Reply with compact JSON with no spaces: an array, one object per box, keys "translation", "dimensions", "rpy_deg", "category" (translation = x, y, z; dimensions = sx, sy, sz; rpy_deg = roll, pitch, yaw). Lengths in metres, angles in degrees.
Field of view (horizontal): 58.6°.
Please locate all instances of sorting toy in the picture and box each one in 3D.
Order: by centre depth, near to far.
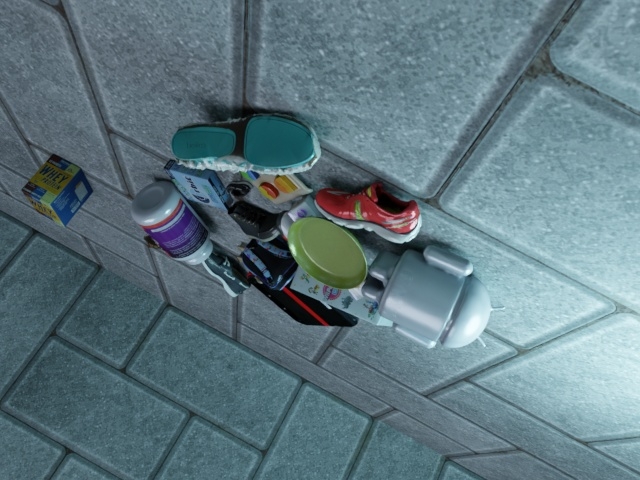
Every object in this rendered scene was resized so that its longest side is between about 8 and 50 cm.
[{"translation":[-0.145,-0.173,1.553],"dimensions":[0.208,0.038,0.193],"rpy_deg":[39,154,-21],"category":"sorting toy"}]

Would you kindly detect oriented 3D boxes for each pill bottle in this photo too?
[{"translation":[-0.516,-0.050,2.033],"dimensions":[0.182,0.181,0.323],"rpy_deg":[14,151,32],"category":"pill bottle"}]

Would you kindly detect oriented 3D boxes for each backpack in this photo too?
[{"translation":[-0.167,0.064,1.911],"dimensions":[0.173,0.158,0.117],"rpy_deg":[37,177,18],"category":"backpack"}]

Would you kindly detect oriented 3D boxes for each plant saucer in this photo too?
[{"translation":[0.023,0.027,1.503],"dimensions":[0.241,0.037,0.240],"rpy_deg":[23,139,22],"category":"plant saucer"}]

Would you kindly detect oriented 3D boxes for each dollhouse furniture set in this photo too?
[{"translation":[-0.267,0.054,2.055],"dimensions":[0.161,0.101,0.182],"rpy_deg":[15,152,29],"category":"dollhouse furniture set"}]

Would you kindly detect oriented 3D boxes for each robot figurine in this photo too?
[{"translation":[0.291,0.153,1.503],"dimensions":[0.354,0.200,0.299],"rpy_deg":[24,126,12],"category":"robot figurine"}]

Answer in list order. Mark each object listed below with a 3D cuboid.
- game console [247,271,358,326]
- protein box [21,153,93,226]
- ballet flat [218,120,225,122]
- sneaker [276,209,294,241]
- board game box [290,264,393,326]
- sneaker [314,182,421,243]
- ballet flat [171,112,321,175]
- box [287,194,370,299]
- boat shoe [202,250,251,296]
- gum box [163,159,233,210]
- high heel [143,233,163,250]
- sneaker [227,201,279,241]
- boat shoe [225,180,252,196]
[{"translation":[-0.078,0.218,2.241],"dimensions":[0.342,0.060,0.386],"rpy_deg":[-8,137,47],"category":"game console"},{"translation":[-1.070,-0.202,2.334],"dimensions":[0.136,0.199,0.201],"rpy_deg":[27,155,6],"category":"protein box"},{"translation":[-0.253,-0.256,1.496],"dimensions":[0.058,0.049,0.173],"rpy_deg":[29,156,1],"category":"ballet flat"},{"translation":[0.001,-0.001,1.669],"dimensions":[0.145,0.090,0.270],"rpy_deg":[3,148,44],"category":"sneaker"},{"translation":[0.086,0.173,1.811],"dimensions":[0.304,0.097,0.224],"rpy_deg":[20,177,20],"category":"board game box"},{"translation":[0.116,-0.093,1.381],"dimensions":[0.279,0.107,0.118],"rpy_deg":[18,134,23],"category":"sneaker"},{"translation":[-0.167,-0.228,1.369],"dimensions":[0.409,0.146,0.147],"rpy_deg":[7,149,24],"category":"ballet flat"},{"translation":[0.035,0.022,1.585],"dimensions":[0.063,0.067,0.324],"rpy_deg":[-33,106,21],"category":"box"},{"translation":[-0.394,0.112,2.334],"dimensions":[0.302,0.091,0.114],"rpy_deg":[54,-170,-45],"category":"boat shoe"},{"translation":[-0.387,-0.176,1.816],"dimensions":[0.185,0.041,0.157],"rpy_deg":[16,153,27],"category":"gum box"},{"translation":[-0.713,-0.020,2.415],"dimensions":[0.186,0.093,0.261],"rpy_deg":[16,162,15],"category":"high heel"},{"translation":[-0.207,-0.063,1.784],"dimensions":[0.222,0.083,0.118],"rpy_deg":[-2,141,51],"category":"sneaker"},{"translation":[-0.252,-0.149,1.719],"dimensions":[0.125,0.038,0.046],"rpy_deg":[1,143,47],"category":"boat shoe"}]
